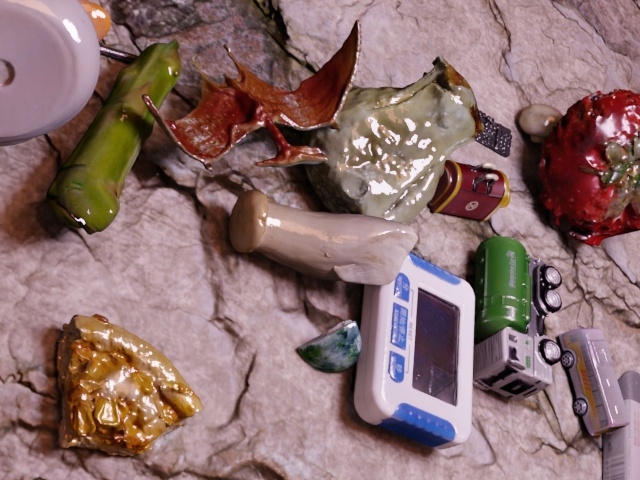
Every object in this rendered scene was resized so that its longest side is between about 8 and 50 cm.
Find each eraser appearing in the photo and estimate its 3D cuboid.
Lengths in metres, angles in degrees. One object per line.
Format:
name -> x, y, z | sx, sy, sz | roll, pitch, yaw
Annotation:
eraser -> 0.491, 0.374, 1.671 | 0.089, 0.061, 0.352 | 29, 52, -25

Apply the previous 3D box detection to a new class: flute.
flute -> -0.329, -0.255, 1.332 | 0.269, 0.014, 0.014 | 12, 61, -36

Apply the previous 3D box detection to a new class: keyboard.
keyboard -> 0.252, -0.203, 1.799 | 0.195, 0.018, 0.060 | 25, 57, -29

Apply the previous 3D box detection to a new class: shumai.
shumai -> 0.105, -0.138, 1.501 | 0.225, 0.222, 0.261 | 36, 54, -24

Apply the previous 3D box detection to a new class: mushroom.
mushroom -> 0.000, 0.003, 1.405 | 0.246, 0.108, 0.096 | 12, 75, -18
mushroom -> 0.392, -0.205, 1.883 | 0.083, 0.083, 0.068 | -10, 117, -43

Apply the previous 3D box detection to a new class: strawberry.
strawberry -> 0.493, -0.129, 1.823 | 0.274, 0.274, 0.220 | 37, 14, -20

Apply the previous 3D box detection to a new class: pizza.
pizza -> -0.229, 0.169, 1.165 | 0.182, 0.062, 0.161 | 51, 51, -10

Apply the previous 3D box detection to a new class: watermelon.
watermelon -> 0.019, 0.131, 1.400 | 0.085, 0.085, 0.061 | 25, 19, -29

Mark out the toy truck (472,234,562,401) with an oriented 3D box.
toy truck -> 0.287, 0.111, 1.609 | 0.125, 0.101, 0.243 | 25, 51, -23

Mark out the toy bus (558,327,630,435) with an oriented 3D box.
toy bus -> 0.433, 0.221, 1.694 | 0.057, 0.072, 0.172 | 2, 66, -35

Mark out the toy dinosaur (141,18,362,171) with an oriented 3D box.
toy dinosaur -> -0.087, -0.188, 1.358 | 0.327, 0.113, 0.207 | 2, 55, -26

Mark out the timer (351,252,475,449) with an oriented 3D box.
timer -> 0.128, 0.149, 1.467 | 0.178, 0.078, 0.254 | 27, 53, -29

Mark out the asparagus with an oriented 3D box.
asparagus -> -0.246, -0.129, 1.291 | 0.082, 0.085, 0.343 | 27, 46, -12

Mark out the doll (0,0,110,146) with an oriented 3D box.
doll -> -0.357, -0.226, 1.194 | 0.251, 0.221, 0.221 | -13, 75, -15

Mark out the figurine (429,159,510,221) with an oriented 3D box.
figurine -> 0.248, -0.090, 1.681 | 0.154, 0.098, 0.082 | 7, 60, -35
